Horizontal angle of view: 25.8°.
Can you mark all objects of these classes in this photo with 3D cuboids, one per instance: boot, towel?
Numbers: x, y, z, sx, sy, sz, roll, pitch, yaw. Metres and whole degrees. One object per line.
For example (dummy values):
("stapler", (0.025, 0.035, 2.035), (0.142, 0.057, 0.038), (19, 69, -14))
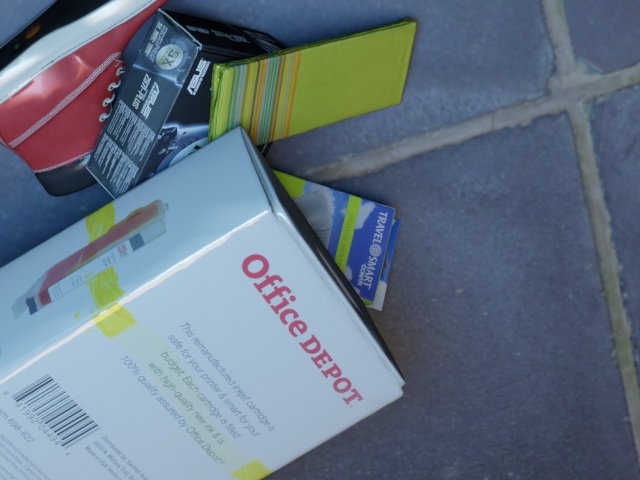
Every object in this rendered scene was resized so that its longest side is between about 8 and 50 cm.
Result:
("boot", (-0.207, -0.153, 1.364), (0.244, 0.088, 0.176), (-35, 122, 11))
("towel", (-0.007, -0.151, 1.356), (0.237, 0.021, 0.102), (-19, 137, -34))

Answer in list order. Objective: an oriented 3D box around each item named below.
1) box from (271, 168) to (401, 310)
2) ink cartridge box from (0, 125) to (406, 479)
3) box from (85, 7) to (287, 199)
("box", (0.000, 0.000, 1.462), (0.178, 0.042, 0.109), (17, 77, -16))
("ink cartridge box", (-0.154, 0.114, 1.327), (0.384, 0.160, 0.279), (-30, 128, 6))
("box", (-0.119, -0.119, 1.356), (0.147, 0.077, 0.180), (6, 120, -47))
